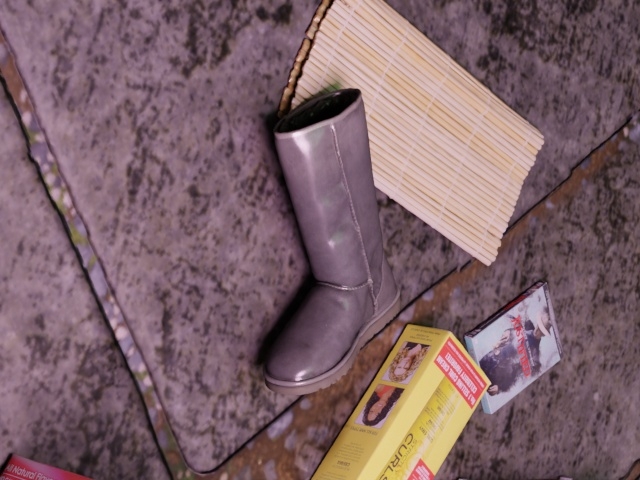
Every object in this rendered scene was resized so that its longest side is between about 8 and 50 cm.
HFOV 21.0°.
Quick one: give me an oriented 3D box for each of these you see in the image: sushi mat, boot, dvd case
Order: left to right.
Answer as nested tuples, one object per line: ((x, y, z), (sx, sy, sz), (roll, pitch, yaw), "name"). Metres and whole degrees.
((-0.003, 0.000, 1.446), (0.189, 0.076, 0.208), (-47, 139, -45), "boot")
((0.090, -0.106, 1.573), (0.316, 0.019, 0.151), (33, 74, -41), "sushi mat")
((0.192, 0.105, 1.701), (0.119, 0.013, 0.087), (-32, 116, -37), "dvd case")

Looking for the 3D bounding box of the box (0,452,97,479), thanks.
((-0.126, 0.269, 1.218), (0.142, 0.300, 0.154), (45, 66, -38), "box")

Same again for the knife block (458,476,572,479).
((0.184, 0.356, 1.674), (0.275, 0.088, 0.242), (6, 92, -44), "knife block")

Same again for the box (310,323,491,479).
((0.061, 0.193, 1.555), (0.232, 0.058, 0.087), (-56, 127, -24), "box")
